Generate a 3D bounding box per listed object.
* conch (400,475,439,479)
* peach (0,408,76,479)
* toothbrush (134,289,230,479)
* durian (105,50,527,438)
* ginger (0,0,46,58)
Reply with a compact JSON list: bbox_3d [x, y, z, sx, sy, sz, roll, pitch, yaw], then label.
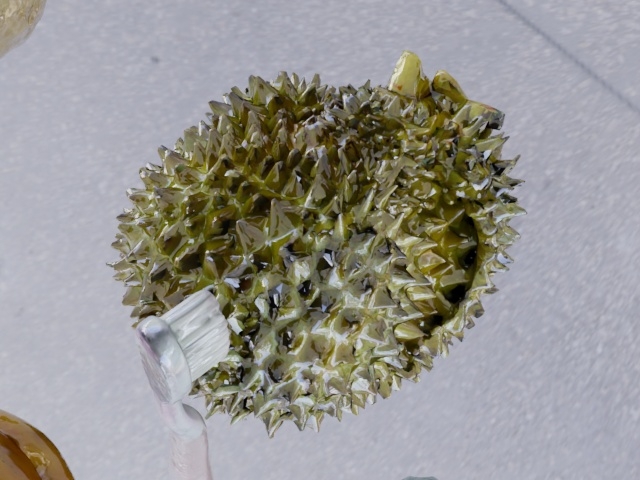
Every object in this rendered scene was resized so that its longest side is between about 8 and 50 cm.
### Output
[{"bbox_3d":[0.100,0.329,1.248,0.277,0.220,0.195,-28,81,-5],"label":"conch"},{"bbox_3d":[-0.175,0.136,0.605,0.138,0.138,0.138,5,103,21],"label":"peach"},{"bbox_3d":[-0.054,0.083,0.560,0.029,0.307,0.025,-36,74,-17],"label":"toothbrush"},{"bbox_3d":[0.004,0.009,0.929,0.293,0.258,0.258,-32,88,-6],"label":"durian"},{"bbox_3d":[-0.346,-0.240,1.281,0.152,0.267,0.138,26,118,20],"label":"ginger"}]
